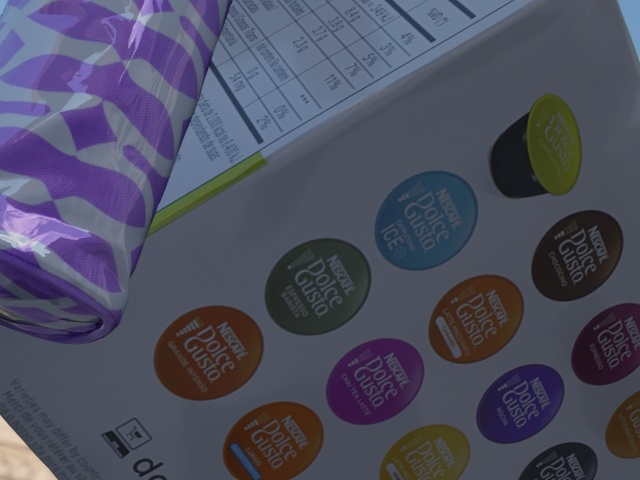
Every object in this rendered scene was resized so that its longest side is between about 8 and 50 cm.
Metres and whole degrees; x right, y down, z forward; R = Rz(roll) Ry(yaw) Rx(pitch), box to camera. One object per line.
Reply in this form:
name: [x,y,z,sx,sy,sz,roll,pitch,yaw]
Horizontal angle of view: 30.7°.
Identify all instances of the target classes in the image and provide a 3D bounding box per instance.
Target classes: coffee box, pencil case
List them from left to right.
pencil case: [-0.083,-0.067,0.412,0.088,0.206,0.086,22,-26,-16]
coffee box: [0.000,0.000,0.714,0.334,0.338,0.337,-31,-55,-2]
